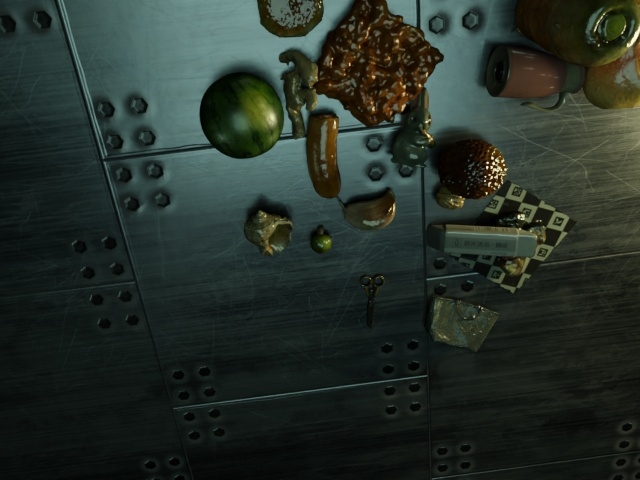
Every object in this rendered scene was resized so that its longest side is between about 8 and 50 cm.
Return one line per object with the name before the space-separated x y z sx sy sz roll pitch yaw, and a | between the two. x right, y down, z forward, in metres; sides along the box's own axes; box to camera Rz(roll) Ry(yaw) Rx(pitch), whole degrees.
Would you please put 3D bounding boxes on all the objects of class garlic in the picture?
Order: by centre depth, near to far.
garlic | 0.149 -0.096 1.853 0.198 0.090 0.129 -5 101 5

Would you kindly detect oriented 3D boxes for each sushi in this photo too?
sushi | 0.669 0.008 1.939 0.320 0.069 0.339 29 110 -16

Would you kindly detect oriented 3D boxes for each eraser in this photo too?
eraser | 0.532 -0.001 1.886 0.351 0.061 0.089 3 117 11

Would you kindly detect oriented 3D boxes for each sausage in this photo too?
sausage | 0.012 -0.255 1.745 0.108 0.109 0.271 -6 116 -1

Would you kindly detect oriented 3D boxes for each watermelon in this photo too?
watermelon | -0.223 -0.352 1.608 0.242 0.242 0.243 -2 116 -3

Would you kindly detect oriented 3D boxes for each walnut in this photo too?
walnut | 0.424 -0.142 1.846 0.096 0.082 0.079 13 86 -9

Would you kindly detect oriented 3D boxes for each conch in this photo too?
conch | -0.164 -0.020 1.830 0.155 0.130 0.207 -3 131 11

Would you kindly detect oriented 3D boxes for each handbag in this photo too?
handbag | 0.505 0.302 2.067 0.270 0.089 0.175 16 105 -11

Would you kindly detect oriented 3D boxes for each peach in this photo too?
peach | 0.876 -0.493 1.635 0.232 0.232 0.233 -2 116 -3

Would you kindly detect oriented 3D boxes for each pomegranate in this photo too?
pomegranate | -0.004 0.002 1.888 0.073 0.073 0.085 -30 96 10

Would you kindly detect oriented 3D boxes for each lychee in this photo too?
lychee | 0.460 -0.216 1.745 0.238 0.200 0.200 -26 119 -25

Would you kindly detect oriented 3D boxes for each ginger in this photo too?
ginger | -0.059 -0.416 1.648 0.065 0.149 0.259 -20 118 -36

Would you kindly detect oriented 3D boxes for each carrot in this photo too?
carrot | 0.683 -0.593 1.508 0.224 0.341 0.224 -4 117 -7

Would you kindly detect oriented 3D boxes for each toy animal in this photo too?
toy animal | 0.288 -0.337 1.724 0.138 0.108 0.237 -1 115 -3

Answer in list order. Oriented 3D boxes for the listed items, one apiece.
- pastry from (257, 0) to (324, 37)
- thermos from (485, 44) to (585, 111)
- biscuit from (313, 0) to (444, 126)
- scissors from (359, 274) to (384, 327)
pastry | -0.083 -0.656 1.552 0.182 0.093 0.193 -8 115 -3
thermos | 0.639 -0.475 1.669 0.264 0.146 0.177 3 115 -10
biscuit | 0.153 -0.503 1.634 0.312 0.110 0.318 32 109 -19
scissors | 0.182 0.222 2.034 0.088 0.017 0.220 -1 116 -4
